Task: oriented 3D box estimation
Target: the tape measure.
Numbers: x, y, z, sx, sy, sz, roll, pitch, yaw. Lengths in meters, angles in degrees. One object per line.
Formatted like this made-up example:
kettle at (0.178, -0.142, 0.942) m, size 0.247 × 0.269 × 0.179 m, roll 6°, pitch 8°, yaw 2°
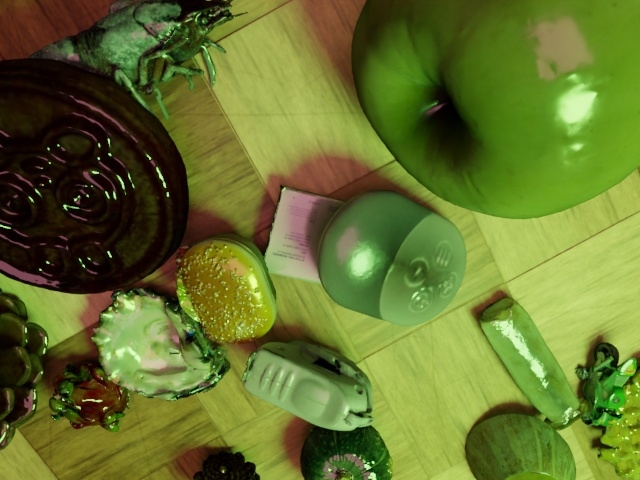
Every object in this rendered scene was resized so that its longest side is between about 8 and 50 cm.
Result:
tape measure at (-0.004, 0.261, 0.908) m, size 0.236 × 0.197 × 0.120 m, roll 23°, pitch 95°, yaw 11°

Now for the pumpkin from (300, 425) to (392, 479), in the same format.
pumpkin at (0.052, 0.450, 0.980) m, size 0.190 × 0.146 × 0.190 m, roll -2°, pitch 104°, yaw -7°

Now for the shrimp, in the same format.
shrimp at (-0.309, -0.291, 0.784) m, size 0.410 × 0.166 × 0.222 m, roll -16°, pitch 78°, yaw -7°

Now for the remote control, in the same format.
remote control at (0.137, 0.038, 0.885) m, size 0.332 × 0.103 × 0.221 m, roll 22°, pitch 94°, yaw -31°

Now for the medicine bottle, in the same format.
medicine bottle at (0.000, 0.000, 0.925) m, size 0.201 × 0.052 × 0.171 m, roll 13°, pitch 101°, yaw -9°

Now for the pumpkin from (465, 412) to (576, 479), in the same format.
pumpkin at (0.409, 0.477, 1.001) m, size 0.217 × 0.110 × 0.218 m, roll 3°, pitch 103°, yaw 15°

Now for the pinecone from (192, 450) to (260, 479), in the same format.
pinecone at (-0.187, 0.498, 0.975) m, size 0.140 × 0.140 × 0.121 m, roll 8°, pitch 112°, yaw -7°

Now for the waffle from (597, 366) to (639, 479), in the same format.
waffle at (0.764, 0.404, 1.075) m, size 0.324 × 0.068 × 0.302 m, roll 21°, pitch 98°, yaw -14°

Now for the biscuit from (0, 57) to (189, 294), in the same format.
biscuit at (-0.417, -0.074, 0.782) m, size 0.407 × 0.091 × 0.408 m, roll -1°, pitch 125°, yaw -2°

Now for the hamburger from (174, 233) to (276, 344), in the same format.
hamburger at (-0.168, 0.089, 0.878) m, size 0.172 × 0.116 × 0.210 m, roll -7°, pitch 111°, yaw 24°

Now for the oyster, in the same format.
oyster at (-0.293, 0.199, 0.925) m, size 0.259 × 0.092 × 0.198 m, roll 23°, pitch 101°, yaw -4°

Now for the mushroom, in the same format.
mushroom at (0.438, 0.258, 1.011) m, size 0.100 × 0.081 × 0.312 m, roll -36°, pitch 99°, yaw 2°

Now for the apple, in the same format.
apple at (0.286, -0.266, 0.697) m, size 0.473 × 0.473 × 0.474 m, roll -1°, pitch 102°, yaw -5°

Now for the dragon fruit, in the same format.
dragon fruit at (-0.448, 0.297, 0.927) m, size 0.142 × 0.175 × 0.138 m, roll 38°, pitch 86°, yaw 19°

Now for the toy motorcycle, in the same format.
toy motorcycle at (0.590, 0.311, 1.020) m, size 0.074 × 0.106 × 0.190 m, roll 8°, pitch 103°, yaw -8°

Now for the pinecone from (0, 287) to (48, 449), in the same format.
pinecone at (-0.641, 0.224, 0.759) m, size 0.384 × 0.384 × 0.385 m, roll -1°, pitch 102°, yaw -5°
